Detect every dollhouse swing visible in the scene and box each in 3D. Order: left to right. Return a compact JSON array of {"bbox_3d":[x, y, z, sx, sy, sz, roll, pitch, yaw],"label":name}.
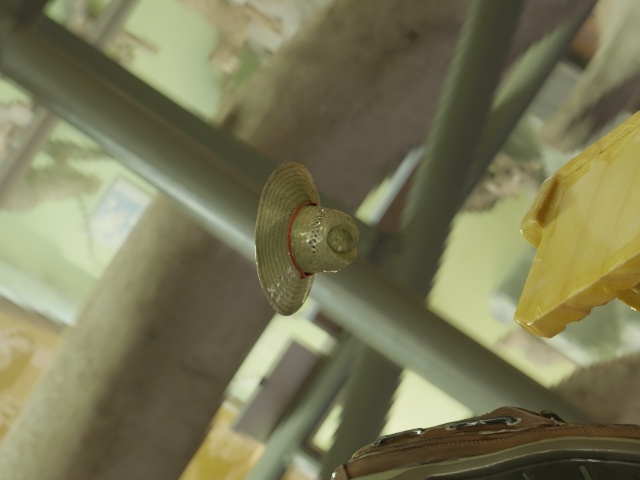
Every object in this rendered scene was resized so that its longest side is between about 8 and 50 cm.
[{"bbox_3d":[0.415,-0.002,1.833,0.315,0.347,0.305,31,-137,-24],"label":"dollhouse swing"}]

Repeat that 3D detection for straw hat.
[{"bbox_3d":[0.000,0.000,1.479,0.061,0.144,0.144,3,166,23],"label":"straw hat"}]

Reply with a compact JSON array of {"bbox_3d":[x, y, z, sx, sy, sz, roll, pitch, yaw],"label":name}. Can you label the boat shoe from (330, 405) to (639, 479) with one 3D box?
[{"bbox_3d":[0.144,0.160,1.202,0.307,0.104,0.111,-7,120,25],"label":"boat shoe"}]
